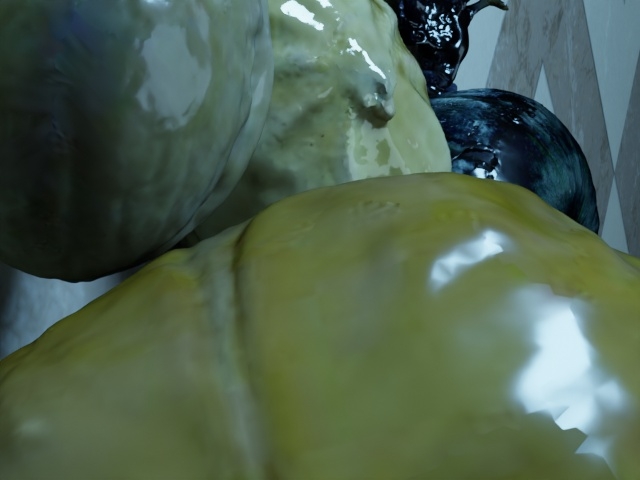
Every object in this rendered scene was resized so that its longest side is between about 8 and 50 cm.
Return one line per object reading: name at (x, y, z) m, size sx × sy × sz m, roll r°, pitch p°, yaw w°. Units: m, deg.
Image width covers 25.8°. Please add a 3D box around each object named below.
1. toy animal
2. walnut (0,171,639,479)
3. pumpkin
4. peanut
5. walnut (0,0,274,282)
toy animal at (0.093, -0.155, 1.062) m, size 0.108 × 0.062 × 0.220 m, roll -60°, pitch 156°, yaw -4°
walnut at (0.018, 0.148, 0.540) m, size 0.398 × 0.354 × 0.308 m, roll 84°, pitch -4°, yaw -70°
pumpkin at (0.104, 0.009, 0.979) m, size 0.233 × 0.163 × 0.233 m, roll 5°, pitch 90°, yaw -67°
peanut at (0.000, 0.000, 0.724) m, size 0.140 × 0.153 × 0.325 m, roll -51°, pitch 136°, yaw -46°
walnut at (-0.085, -0.066, 0.509) m, size 0.140 × 0.140 × 0.162 m, roll -12°, pitch 98°, yaw -68°
